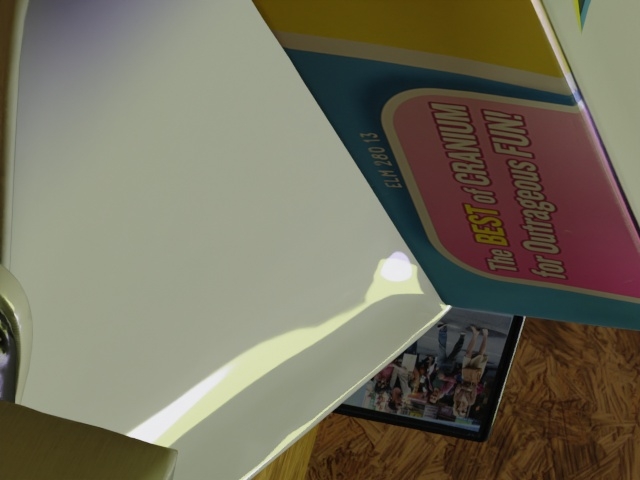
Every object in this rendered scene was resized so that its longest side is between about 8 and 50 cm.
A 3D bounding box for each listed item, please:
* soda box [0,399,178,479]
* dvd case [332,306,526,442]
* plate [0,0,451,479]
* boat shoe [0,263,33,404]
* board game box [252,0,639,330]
[{"bbox_3d":[-0.106,0.138,0.288,0.286,0.091,0.098,-68,173,-57],"label":"soda box"},{"bbox_3d":[0.040,-0.025,1.046,0.022,0.180,0.253,-125,-131,-72],"label":"dvd case"},{"bbox_3d":[-0.019,-0.027,0.600,0.278,0.045,0.277,-36,149,-41],"label":"plate"},{"bbox_3d":[-0.092,0.060,0.490,0.038,0.046,0.125,-68,170,-49],"label":"boat shoe"},{"bbox_3d":[0.039,-0.158,0.407,0.316,0.064,0.242,55,47,-53],"label":"board game box"}]
